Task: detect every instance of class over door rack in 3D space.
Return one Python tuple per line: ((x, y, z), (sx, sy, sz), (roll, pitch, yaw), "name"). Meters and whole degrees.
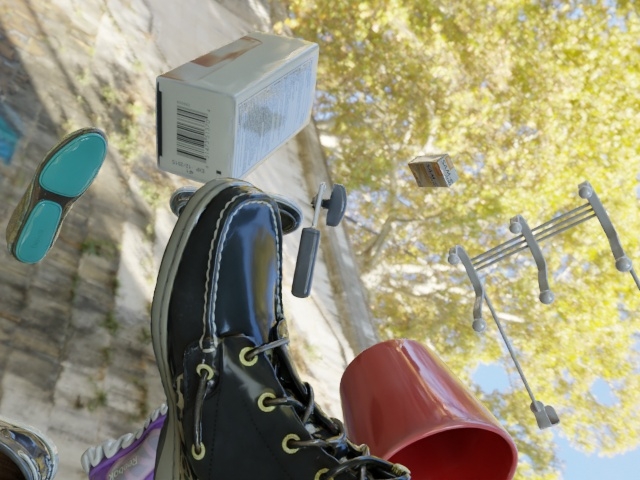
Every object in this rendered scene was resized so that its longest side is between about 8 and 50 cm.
((0.357, 0.109, 0.930), (0.239, 0.324, 0.108), (-30, 177, 30), "over door rack")

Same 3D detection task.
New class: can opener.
((0.000, 0.000, 1.510), (0.076, 0.095, 0.284), (71, 29, -86), "can opener")

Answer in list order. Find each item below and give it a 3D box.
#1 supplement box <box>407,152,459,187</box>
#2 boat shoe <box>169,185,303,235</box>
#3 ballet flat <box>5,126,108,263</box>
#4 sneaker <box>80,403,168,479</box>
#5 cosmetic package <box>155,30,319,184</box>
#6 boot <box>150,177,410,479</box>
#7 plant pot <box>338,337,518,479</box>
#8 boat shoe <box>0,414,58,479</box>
((0.234, -0.144, 1.333), (0.036, 0.062, 0.098), (-38, -159, -23), "supplement box")
((-0.198, -0.052, 1.561), (0.119, 0.335, 0.121), (-118, -144, -61), "boat shoe")
((-0.590, -0.113, 1.407), (0.349, 0.123, 0.123), (-58, -149, 10), "ballet flat")
((-0.190, 0.270, 0.766), (0.236, 0.095, 0.105), (-34, -130, 22), "sneaker")
((-0.121, -0.215, 1.001), (0.296, 0.129, 0.153), (-50, 154, -54), "cosmetic package")
((-0.005, 0.095, 0.337), (0.178, 0.085, 0.237), (15, -76, 36), "boot")
((0.156, 0.316, 1.088), (0.275, 0.275, 0.243), (-50, -147, 17), "plant pot")
((-0.319, 0.151, 0.476), (0.079, 0.233, 0.084), (-177, -75, -80), "boat shoe")
